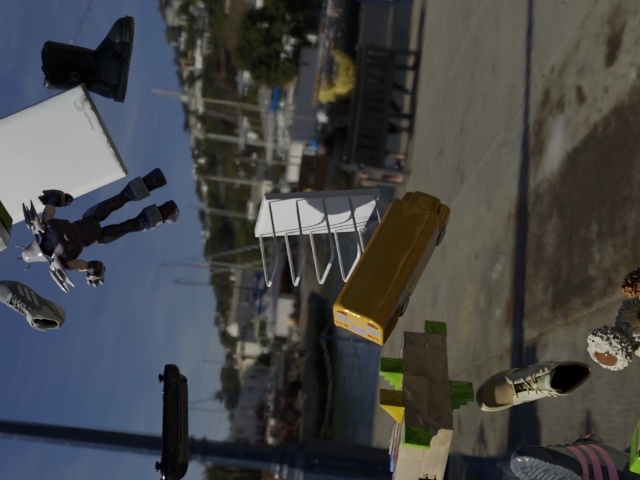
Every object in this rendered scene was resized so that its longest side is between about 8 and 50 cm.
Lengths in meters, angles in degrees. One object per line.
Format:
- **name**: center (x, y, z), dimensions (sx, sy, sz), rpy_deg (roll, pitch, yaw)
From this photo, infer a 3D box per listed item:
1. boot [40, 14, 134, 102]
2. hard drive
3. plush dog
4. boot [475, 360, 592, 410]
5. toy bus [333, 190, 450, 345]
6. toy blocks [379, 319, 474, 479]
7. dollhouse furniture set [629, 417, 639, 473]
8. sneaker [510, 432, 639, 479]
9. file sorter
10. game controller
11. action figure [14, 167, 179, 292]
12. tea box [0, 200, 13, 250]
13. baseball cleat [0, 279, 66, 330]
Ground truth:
- **boot**: center (-0.559, -0.443, 2.037), dimensions (0.246, 0.207, 0.094), rpy_deg (113, 161, -46)
- **hard drive**: center (-0.660, -0.188, 1.980), dimensions (0.047, 0.353, 0.233), rpy_deg (-112, -1, -72)
- **plush dog**: center (0.688, 0.149, 1.693), dimensions (0.225, 0.263, 0.210), rpy_deg (106, -176, -45)
- **boot**: center (0.438, 0.299, 1.766), dimensions (0.165, 0.213, 0.077), rpy_deg (130, 123, -79)
- **toy bus**: center (0.145, 0.038, 1.664), dimensions (0.332, 0.108, 0.130), rpy_deg (-59, -19, -25)
- **toy blocks**: center (0.208, 0.387, 1.819), dimensions (0.381, 0.191, 0.260), rpy_deg (-82, -2, -56)
- **dollhouse furniture set**: center (0.661, 0.377, 1.349), dimensions (0.197, 0.302, 0.151), rpy_deg (-62, -17, -47)
- **sneaker**: center (0.529, 0.453, 1.759), dimensions (0.112, 0.319, 0.131), rpy_deg (128, 155, -47)
- **file sorter**: center (0.000, 0.000, 2.029), dimensions (0.193, 0.278, 0.173), rpy_deg (112, 152, -61)
- **game controller**: center (-0.307, 0.399, 1.739), dimensions (0.319, 0.067, 0.166), rpy_deg (-105, 26, -59)
- **action figure**: center (-0.384, -0.020, 1.456), dimensions (0.099, 0.285, 0.185), rpy_deg (-6, 108, 60)
- **tea box**: center (-0.721, -0.020, 1.431), dimensions (0.219, 0.329, 0.323), rpy_deg (62, 167, -16)
- **baseball cleat**: center (-0.766, 0.169, 2.226), dimensions (0.109, 0.206, 0.072), rpy_deg (-98, 33, -72)
